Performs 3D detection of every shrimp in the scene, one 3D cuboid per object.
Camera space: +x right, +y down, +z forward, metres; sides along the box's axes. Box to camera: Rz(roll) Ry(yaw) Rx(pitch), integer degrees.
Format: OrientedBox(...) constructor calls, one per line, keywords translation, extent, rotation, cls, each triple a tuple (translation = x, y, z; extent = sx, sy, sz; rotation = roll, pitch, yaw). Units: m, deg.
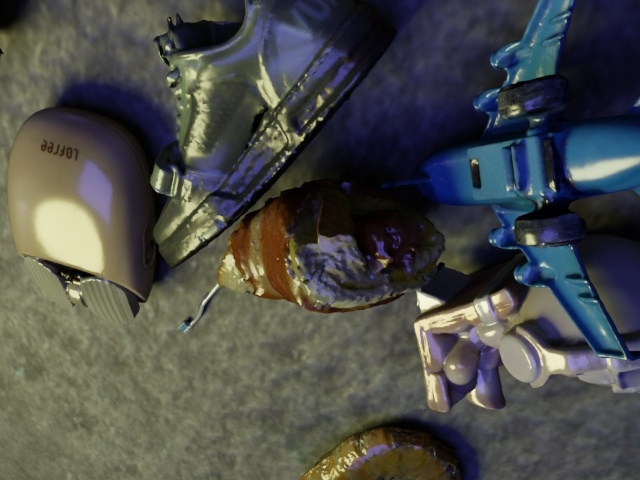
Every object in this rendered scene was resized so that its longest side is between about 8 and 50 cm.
OrientedBox(translation=(0.065, 0.300, 0.799), extent=(0.173, 0.058, 0.253), rotation=(28, 126, -11), cls="shrimp")

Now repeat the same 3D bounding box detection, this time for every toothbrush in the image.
OrientedBox(translation=(-0.122, 0.064, 0.729), extent=(0.013, 0.011, 0.131), rotation=(24, 130, -24), cls="toothbrush")

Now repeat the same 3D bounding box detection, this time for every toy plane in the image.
OrientedBox(translation=(0.142, -0.049, 0.447), extent=(0.271, 0.105, 0.253), rotation=(-3, 96, 56), cls="toy plane")

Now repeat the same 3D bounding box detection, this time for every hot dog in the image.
OrientedBox(translation=(0.000, 0.000, 0.560), extent=(0.213, 0.146, 0.102), rotation=(2, 99, 50), cls="hot dog")

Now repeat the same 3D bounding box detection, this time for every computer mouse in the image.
OrientedBox(translation=(-0.237, -0.017, 0.672), extent=(0.145, 0.082, 0.236), rotation=(17, 126, 8), cls="computer mouse")

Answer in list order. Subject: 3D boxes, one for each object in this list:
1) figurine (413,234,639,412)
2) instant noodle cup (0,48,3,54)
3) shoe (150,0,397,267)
OrientedBox(translation=(0.191, 0.071, 0.529), extent=(0.237, 0.163, 0.141), rotation=(-15, 98, 39), cls="figurine")
OrientedBox(translation=(-0.327, -0.229, 0.515), extent=(0.193, 0.193, 0.212), rotation=(20, 135, 6), cls="instant noodle cup")
OrientedBox(translation=(-0.082, -0.107, 0.545), extent=(0.149, 0.109, 0.293), rotation=(44, 123, -6), cls="shoe")
